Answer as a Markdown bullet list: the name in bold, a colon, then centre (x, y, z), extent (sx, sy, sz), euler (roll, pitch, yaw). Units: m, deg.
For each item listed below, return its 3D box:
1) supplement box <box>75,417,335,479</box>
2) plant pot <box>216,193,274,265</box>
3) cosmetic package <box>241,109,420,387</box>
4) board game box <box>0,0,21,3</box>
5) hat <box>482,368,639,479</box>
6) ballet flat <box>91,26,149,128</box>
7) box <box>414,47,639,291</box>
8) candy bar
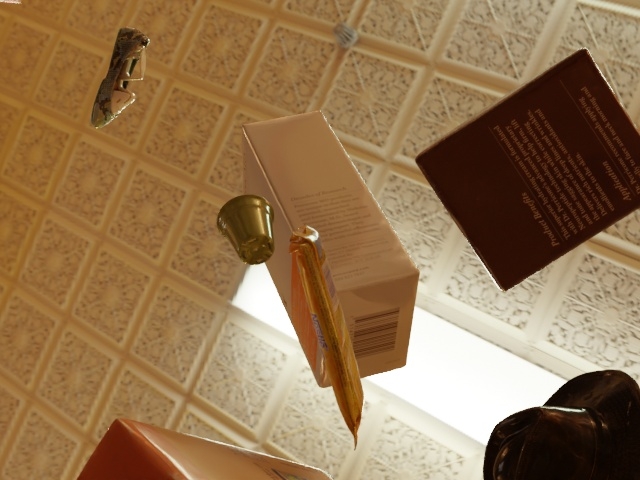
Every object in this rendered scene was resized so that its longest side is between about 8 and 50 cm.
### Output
- **supplement box**: centre (-0.050, 0.180, 0.564), extent (0.078, 0.233, 0.080), euler (31, -89, 38)
- **plant pot**: centre (-0.096, -0.008, 1.232), extent (0.083, 0.083, 0.079), euler (-43, -142, 15)
- **cosmetic package**: centre (0.000, 0.000, 1.528), extent (0.161, 0.230, 0.453), euler (-12, -137, -15)
- **board game box**: centre (-0.467, -0.480, 0.902), extent (0.356, 0.356, 0.356), euler (20, -79, -8)
- **hat**: centre (0.315, 0.310, 1.264), extent (0.134, 0.331, 0.331), euler (25, -88, -13)
- **ballet flat**: centre (-0.347, -0.279, 1.559), extent (0.070, 0.070, 0.188), euler (24, -80, 31)
- **box**: centre (0.230, -0.077, 0.959), extent (0.203, 0.167, 0.168), euler (-33, -88, 9)
- **candy bar**: centre (0.008, 0.064, 0.608), extent (0.018, 0.040, 0.162), euler (-12, -72, 14)
